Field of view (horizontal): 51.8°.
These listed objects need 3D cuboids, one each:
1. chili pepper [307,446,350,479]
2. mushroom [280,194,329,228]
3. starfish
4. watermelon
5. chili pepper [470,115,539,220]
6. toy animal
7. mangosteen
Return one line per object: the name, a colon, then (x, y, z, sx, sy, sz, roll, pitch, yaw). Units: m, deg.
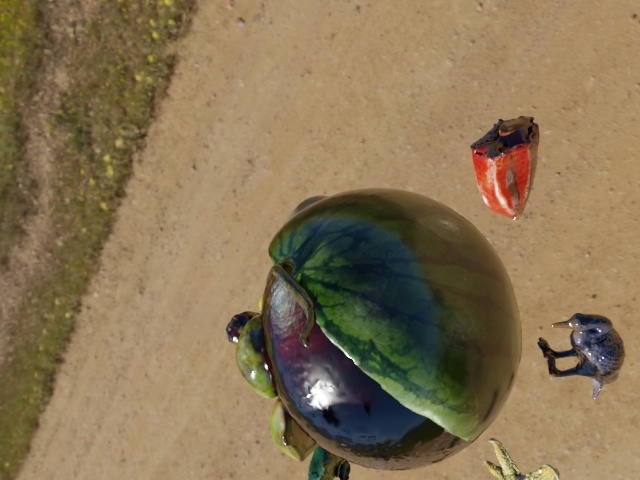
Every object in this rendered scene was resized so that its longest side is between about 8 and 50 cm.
chili pepper: (0.026, 0.520, 1.376, 0.116, 0.148, 0.265, -42, 29, 31)
mushroom: (0.000, 0.000, 1.602, 0.204, 0.204, 0.204, 2, 92, 47)
starfish: (0.339, 0.399, 1.118, 0.176, 0.053, 0.208, 51, 149, -2)
watermelon: (0.069, 0.035, 0.492, 0.127, 0.232, 0.204, -46, 32, 12)
chili pepper: (0.402, -0.130, 1.420, 0.136, 0.144, 0.253, 0, 132, 20)
toy animal: (0.625, 0.266, 1.550, 0.185, 0.298, 0.122, -29, 33, 25)
mangosteen: (0.060, 0.115, 0.767, 0.330, 0.330, 0.330, 2, 92, 47)
